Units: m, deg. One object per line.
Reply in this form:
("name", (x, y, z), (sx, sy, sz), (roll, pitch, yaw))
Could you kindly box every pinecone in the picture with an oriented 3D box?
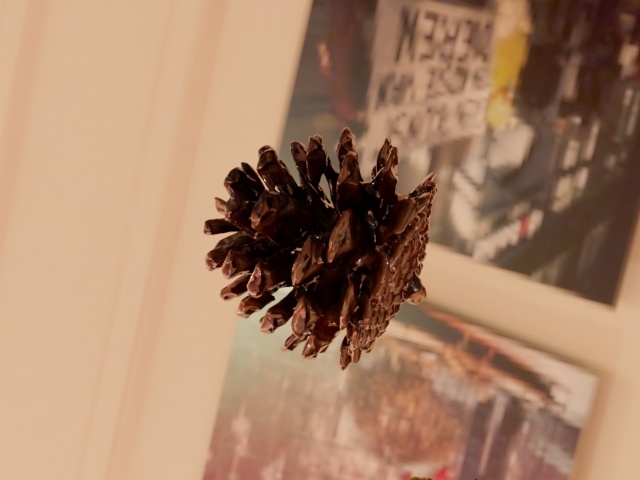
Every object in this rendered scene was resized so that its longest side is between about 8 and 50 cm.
("pinecone", (0.000, 0.000, 1.242), (0.207, 0.208, 0.208), (12, -172, -2))

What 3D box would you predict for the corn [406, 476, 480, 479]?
("corn", (0.062, 0.338, 1.336), (0.102, 0.102, 0.313), (15, -132, 17))
